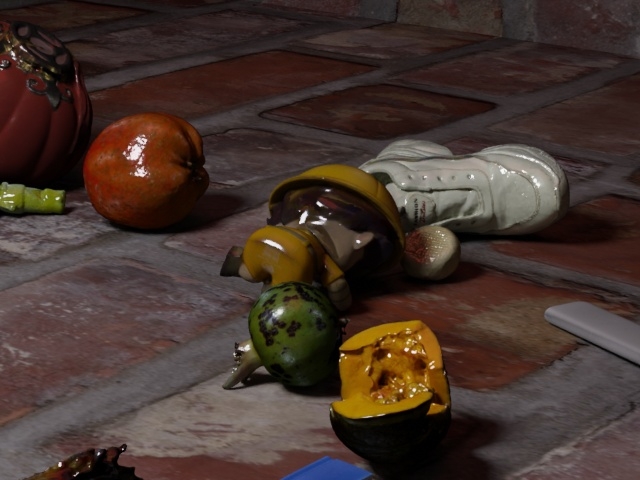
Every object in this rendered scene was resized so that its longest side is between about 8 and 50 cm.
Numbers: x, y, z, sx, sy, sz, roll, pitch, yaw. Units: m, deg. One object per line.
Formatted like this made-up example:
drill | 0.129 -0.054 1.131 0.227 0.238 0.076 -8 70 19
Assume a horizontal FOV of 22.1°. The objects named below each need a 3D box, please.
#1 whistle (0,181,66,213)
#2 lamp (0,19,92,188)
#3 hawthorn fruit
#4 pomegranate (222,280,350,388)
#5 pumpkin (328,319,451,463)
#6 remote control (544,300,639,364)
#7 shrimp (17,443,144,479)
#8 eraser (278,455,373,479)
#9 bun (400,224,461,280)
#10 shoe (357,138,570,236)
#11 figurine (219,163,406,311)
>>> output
whistle | -0.484 -0.060 2.460 0.198 0.057 0.104 5 28 -7
lamp | -0.504 -0.215 2.581 0.303 0.257 0.303 33 23 -16
hawthorn fruit | -0.256 -0.099 2.394 0.189 0.189 0.189 0 18 0
pomegranate | -0.045 0.114 1.839 0.161 0.122 0.122 -29 17 7
pumpkin | 0.075 0.169 1.656 0.119 0.107 0.183 -4 25 12
remote control | 0.365 0.121 1.940 0.067 0.029 0.261 -10 18 -27
shrimp | -0.309 0.251 1.484 0.289 0.075 0.178 -29 29 -32
eraser | 0.001 0.238 1.569 0.063 0.027 0.085 17 24 38
bun | 0.147 0.023 2.189 0.086 0.055 0.086 -6 44 6
shoe | 0.178 -0.057 2.338 0.342 0.132 0.210 9 24 36
figurine | 0.001 -0.004 2.102 0.192 0.167 0.257 22 27 18
